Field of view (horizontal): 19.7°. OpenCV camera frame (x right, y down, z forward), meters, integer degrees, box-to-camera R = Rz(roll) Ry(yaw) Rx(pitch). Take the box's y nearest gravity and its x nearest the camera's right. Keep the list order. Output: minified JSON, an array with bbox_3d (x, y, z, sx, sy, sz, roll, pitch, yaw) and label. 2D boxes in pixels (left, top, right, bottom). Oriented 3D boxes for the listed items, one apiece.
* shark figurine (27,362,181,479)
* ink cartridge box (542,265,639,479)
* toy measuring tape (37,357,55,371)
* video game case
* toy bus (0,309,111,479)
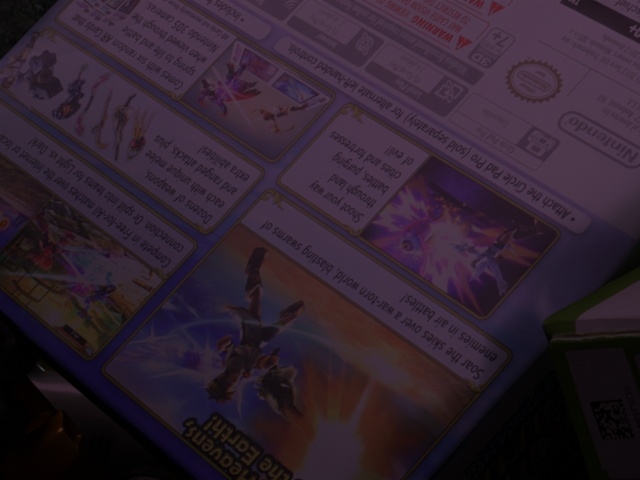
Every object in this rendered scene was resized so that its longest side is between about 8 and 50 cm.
[{"bbox_3d":[-0.194,0.099,0.947,0.278,0.116,0.166,-19,28,-26],"label":"shark figurine"},{"bbox_3d":[0.219,0.024,0.495,0.189,0.097,0.255,-26,11,-37],"label":"ink cartridge box"},{"bbox_3d":[-0.139,0.031,1.174,0.121,0.121,0.330,-21,37,8],"label":"toy measuring tape"},{"bbox_3d":[0.004,-0.030,0.661,0.244,0.061,0.269,-47,53,-11],"label":"video game case"},{"bbox_3d":[-0.143,0.141,0.567,0.211,0.149,0.220,-35,10,-4],"label":"toy bus"}]
